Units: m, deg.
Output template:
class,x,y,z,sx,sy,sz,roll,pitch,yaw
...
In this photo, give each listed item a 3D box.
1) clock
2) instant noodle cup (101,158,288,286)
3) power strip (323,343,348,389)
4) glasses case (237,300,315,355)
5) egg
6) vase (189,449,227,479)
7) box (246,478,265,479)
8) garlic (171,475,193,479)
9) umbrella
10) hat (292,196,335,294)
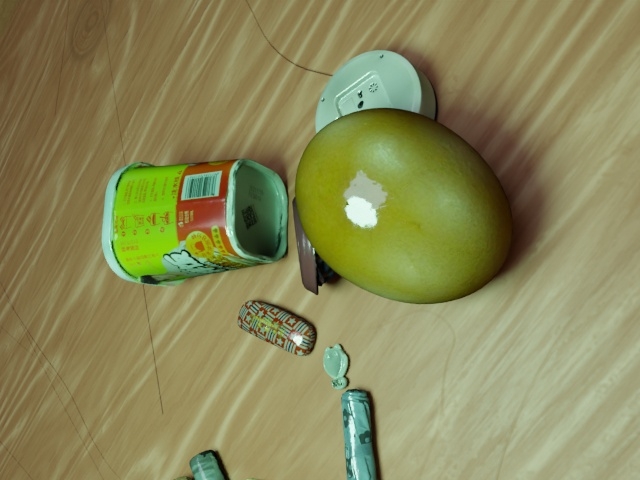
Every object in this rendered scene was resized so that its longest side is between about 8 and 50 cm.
class,x,y,z,sx,sy,sz,roll,pitch,yaw
clock,0.100,-0.238,1.068,0.231,0.083,0.230,-9,75,37
instant noodle cup,-0.248,-0.043,1.184,0.308,0.294,0.293,-5,78,29
power strip,0.026,0.237,1.055,0.055,0.035,0.083,-25,65,30
glasses case,-0.095,0.172,1.146,0.195,0.049,0.073,17,91,37
egg,0.125,-0.052,0.881,0.351,0.282,0.282,30,100,9
vase,-0.203,0.535,1.148,0.060,0.060,0.211,-44,59,21
box,-0.121,0.523,1.117,0.058,0.015,0.092,-9,75,33
garlic,-0.316,0.565,1.196,0.207,0.128,0.115,-44,17,14
umbrella,0.070,0.388,0.985,0.053,0.052,0.250,-5,75,0
hat,0.000,0.000,1.050,0.089,0.205,0.205,-6,74,-3
